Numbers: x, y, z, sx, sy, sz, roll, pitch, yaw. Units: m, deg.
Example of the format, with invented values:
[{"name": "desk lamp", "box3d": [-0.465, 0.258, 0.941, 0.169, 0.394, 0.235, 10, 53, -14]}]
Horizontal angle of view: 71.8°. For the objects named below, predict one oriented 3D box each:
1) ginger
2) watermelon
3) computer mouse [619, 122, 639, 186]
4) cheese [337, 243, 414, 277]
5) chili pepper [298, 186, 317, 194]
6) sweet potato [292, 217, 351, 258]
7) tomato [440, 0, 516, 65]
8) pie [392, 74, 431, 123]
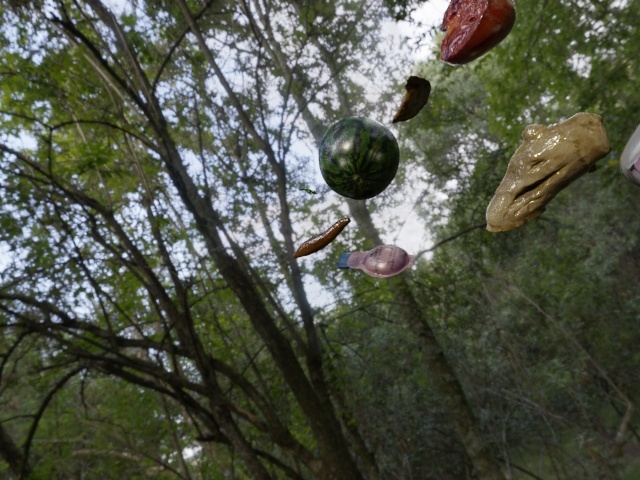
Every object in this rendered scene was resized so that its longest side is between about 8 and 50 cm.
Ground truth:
[{"name": "ginger", "box3d": [0.529, -0.157, 1.068, 0.353, 0.190, 0.126, -57, 3, 20]}, {"name": "watermelon", "box3d": [0.133, -0.283, 1.523, 0.285, 0.285, 0.285, -24, -16, -8]}, {"name": "computer mouse", "box3d": [0.770, -0.242, 0.908, 0.310, 0.158, 0.072, -62, -1, 27]}, {"name": "cheese", "box3d": [0.203, 0.075, 1.643, 0.286, 0.074, 0.188, -2, 36, 20]}, {"name": "chili pepper", "box3d": [-0.051, -0.197, 1.736, 0.022, 0.083, 0.027, -38, -42, -43]}, {"name": "sweet potato", "box3d": [0.001, 0.001, 1.507, 0.265, 0.057, 0.057, -30, -16, 29]}, {"name": "tomato", "box3d": [0.408, -0.551, 1.120, 0.140, 0.232, 0.200, 13, -11, -17]}, {"name": "pie", "box3d": [0.246, -0.365, 1.147, 0.088, 0.033, 0.191, -21, -17, -9]}]
